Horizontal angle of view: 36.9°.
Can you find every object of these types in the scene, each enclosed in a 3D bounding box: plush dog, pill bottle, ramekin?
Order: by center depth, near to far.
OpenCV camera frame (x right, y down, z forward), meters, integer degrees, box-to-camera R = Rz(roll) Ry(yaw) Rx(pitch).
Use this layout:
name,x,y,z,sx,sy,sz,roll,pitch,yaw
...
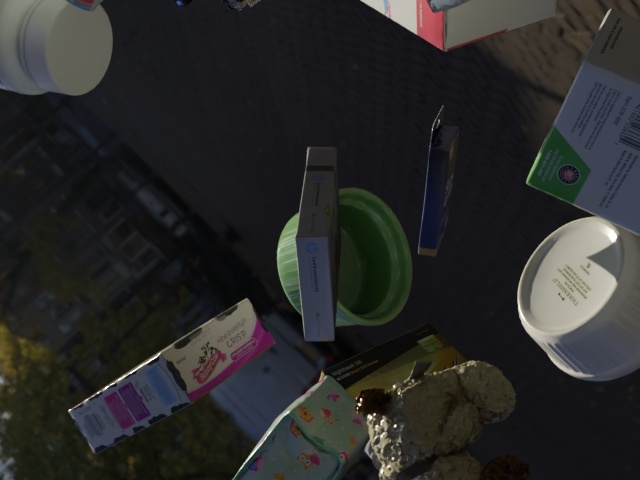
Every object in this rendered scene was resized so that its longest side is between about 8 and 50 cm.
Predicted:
name,x,y,z,sx,sy,sz,roll,pitch,yaw
plush dog,0.160,0.313,1.352,0.210,0.262,0.225,16,-139,-49
ramekin,0.445,0.083,1.564,0.127,0.273,0.273,33,178,-29
pill bottle,-0.564,-0.373,1.710,0.361,0.204,0.204,15,155,25
ramekin,0.048,0.047,2.094,0.148,0.303,0.303,-17,120,43

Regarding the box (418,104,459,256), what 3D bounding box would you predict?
name,x,y,z,sx,sy,sz,roll,pitch,yaw
box,0.200,-0.102,1.604,0.036,0.136,0.225,8,115,12

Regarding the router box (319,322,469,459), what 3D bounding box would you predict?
name,x,y,z,sx,sy,sz,roll,pitch,yaw
router box,0.185,0.324,2.001,0.243,0.309,0.081,45,139,32

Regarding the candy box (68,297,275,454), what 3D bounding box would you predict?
name,x,y,z,sx,sy,sz,roll,pitch,yaw
candy box,-0.186,0.171,1.189,0.233,0.159,0.071,-33,89,43

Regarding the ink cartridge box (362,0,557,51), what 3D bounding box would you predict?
name,x,y,z,sx,sy,sz,roll,pitch,yaw
ink cartridge box,0.193,-0.433,1.502,0.306,0.226,0.131,45,149,42

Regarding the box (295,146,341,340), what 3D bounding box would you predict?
name,x,y,z,sx,sy,sz,roll,pitch,yaw
box,0.000,0.000,1.098,0.186,0.038,0.145,-82,-10,-55

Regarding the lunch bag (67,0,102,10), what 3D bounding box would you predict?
name,x,y,z,sx,sy,sz,roll,pitch,yaw
lunch bag,-0.400,-0.496,1.457,0.224,0.108,0.279,37,-151,-42

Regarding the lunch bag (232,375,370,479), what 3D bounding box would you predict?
name,x,y,z,sx,sy,sz,roll,pitch,yaw
lunch bag,-0.040,0.396,1.660,0.160,0.262,0.223,38,-161,10

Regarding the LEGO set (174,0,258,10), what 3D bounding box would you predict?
name,x,y,z,sx,sy,sz,roll,pitch,yaw
LEGO set,-0.182,-0.434,1.391,0.182,0.060,0.244,27,148,25

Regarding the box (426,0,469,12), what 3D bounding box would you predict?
name,x,y,z,sx,sy,sz,roll,pitch,yaw
box,0.255,-0.375,1.168,0.094,0.275,0.113,66,170,-12

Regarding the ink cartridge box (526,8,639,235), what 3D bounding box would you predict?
name,x,y,z,sx,sy,sz,roll,pitch,yaw
ink cartridge box,0.421,-0.108,1.129,0.289,0.121,0.211,27,142,10
